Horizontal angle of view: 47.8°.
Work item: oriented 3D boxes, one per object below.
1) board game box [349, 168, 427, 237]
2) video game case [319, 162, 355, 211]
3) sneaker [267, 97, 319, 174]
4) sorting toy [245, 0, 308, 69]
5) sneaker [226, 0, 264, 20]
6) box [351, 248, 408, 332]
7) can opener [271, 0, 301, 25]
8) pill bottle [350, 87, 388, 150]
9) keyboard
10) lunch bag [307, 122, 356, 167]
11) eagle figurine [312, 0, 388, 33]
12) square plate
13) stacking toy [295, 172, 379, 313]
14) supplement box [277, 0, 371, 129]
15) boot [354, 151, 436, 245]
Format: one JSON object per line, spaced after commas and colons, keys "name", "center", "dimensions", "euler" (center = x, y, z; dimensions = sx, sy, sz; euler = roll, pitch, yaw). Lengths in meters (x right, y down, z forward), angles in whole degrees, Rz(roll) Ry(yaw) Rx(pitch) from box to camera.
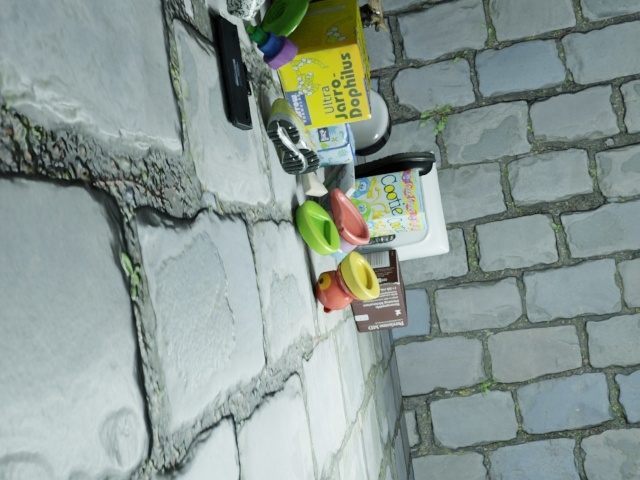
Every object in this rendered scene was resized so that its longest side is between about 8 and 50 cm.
{"name": "board game box", "center": [0.166, -0.099, 2.135], "dimensions": [0.144, 0.275, 0.142], "euler": [58, 25, -67]}
{"name": "video game case", "center": [0.042, -0.137, 1.902], "dimensions": [0.157, 0.019, 0.143], "euler": [-49, -150, 40]}
{"name": "sneaker", "center": [-0.053, -0.216, 1.504], "dimensions": [0.208, 0.082, 0.094], "euler": [66, 15, -57]}
{"name": "sorting toy", "center": [-0.109, -0.510, 1.488], "dimensions": [0.126, 0.127, 0.365], "euler": [34, 42, -36]}
{"name": "sneaker", "center": [-0.131, -0.511, 1.291], "dimensions": [0.410, 0.158, 0.182], "euler": [-88, -163, -57]}
{"name": "box", "center": [0.184, 0.163, 2.332], "dimensions": [0.167, 0.169, 0.203], "euler": [-88, 166, -50]}
{"name": "can opener", "center": [-0.103, -0.622, 1.699], "dimensions": [0.095, 0.076, 0.283], "euler": [21, 55, -42]}
{"name": "pill bottle", "center": [0.132, -0.392, 2.425], "dimensions": [0.363, 0.210, 0.210], "euler": [-9, 90, -81]}
{"name": "keyboard", "center": [-0.142, -0.273, 1.195], "dimensions": [0.108, 0.023, 0.180], "euler": [-9, 91, -75]}
{"name": "lunch bag", "center": [0.016, -0.259, 1.827], "dimensions": [0.151, 0.129, 0.096], "euler": [71, 13, -51]}
{"name": "eagle figurine", "center": [0.043, -0.654, 2.065], "dimensions": [0.225, 0.298, 0.226], "euler": [-15, 114, -66]}
{"name": "square plate", "center": [0.229, -0.098, 2.379], "dimensions": [0.049, 0.347, 0.343], "euler": [10, 71, -62]}
{"name": "stacking toy", "center": [0.000, 0.000, 1.710], "dimensions": [0.279, 0.130, 0.309], "euler": [42, 28, -32]}
{"name": "supplement box", "center": [0.015, -0.450, 1.790], "dimensions": [0.356, 0.195, 0.194], "euler": [-86, 164, -53]}
{"name": "boot", "center": [0.216, -0.126, 2.284], "dimensions": [0.131, 0.348, 0.260], "euler": [1, 76, -75]}
